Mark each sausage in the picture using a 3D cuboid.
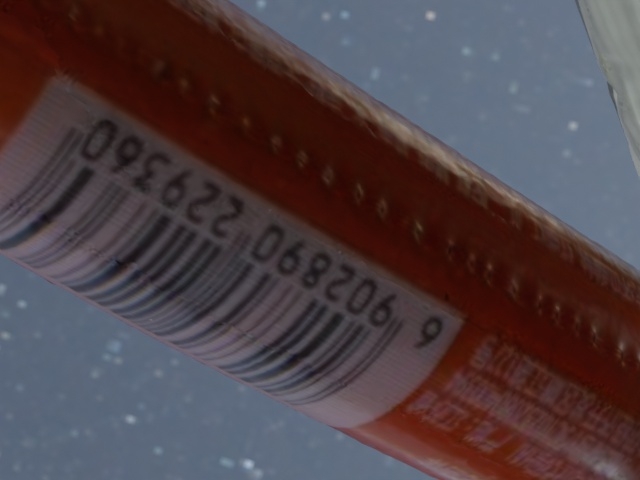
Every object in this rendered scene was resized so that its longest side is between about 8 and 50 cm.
[{"bbox_3d":[0.000,0.000,0.434,0.274,0.074,0.074,30,-106,-28],"label":"sausage"}]

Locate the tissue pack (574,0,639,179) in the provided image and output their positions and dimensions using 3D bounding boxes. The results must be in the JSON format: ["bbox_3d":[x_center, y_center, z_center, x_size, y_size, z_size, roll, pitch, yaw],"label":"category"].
[{"bbox_3d":[0.197,-0.077,0.446,0.266,0.194,0.356,-24,-87,-40],"label":"tissue pack"}]
